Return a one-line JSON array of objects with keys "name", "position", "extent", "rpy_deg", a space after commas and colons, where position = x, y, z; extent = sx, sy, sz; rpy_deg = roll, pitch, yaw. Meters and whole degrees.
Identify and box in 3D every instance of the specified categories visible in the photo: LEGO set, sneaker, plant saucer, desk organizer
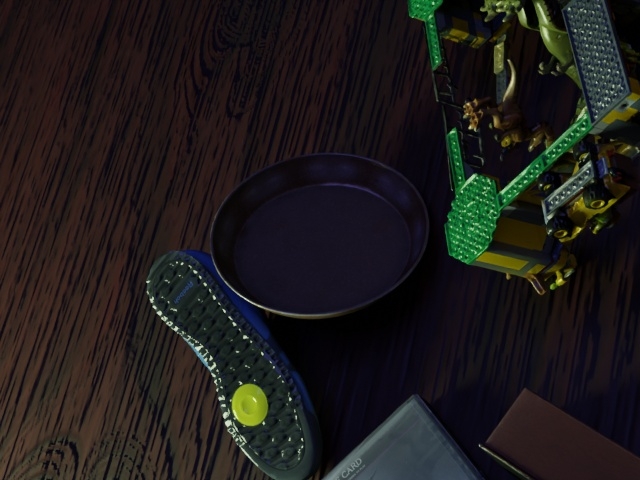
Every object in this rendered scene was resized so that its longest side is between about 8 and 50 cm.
[{"name": "LEGO set", "position": [0.208, -0.120, 0.964], "extent": [0.255, 0.192, 0.331], "rpy_deg": [-52, 35, 39]}, {"name": "sneaker", "position": [-0.051, 0.091, 1.057], "extent": [0.069, 0.082, 0.209], "rpy_deg": [-43, 67, 17]}, {"name": "plant saucer", "position": [0.000, 0.000, 1.060], "extent": [0.168, 0.029, 0.168], "rpy_deg": [-3, 48, 4]}, {"name": "desk organizer", "position": [0.170, 0.149, 0.876], "extent": [0.130, 0.047, 0.050], "rpy_deg": [31, 81, 42]}]

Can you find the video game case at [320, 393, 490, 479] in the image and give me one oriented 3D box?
[{"name": "video game case", "position": [0.065, 0.257, 0.900], "extent": [0.196, 0.026, 0.274], "rpy_deg": [-44, 48, 5]}]
